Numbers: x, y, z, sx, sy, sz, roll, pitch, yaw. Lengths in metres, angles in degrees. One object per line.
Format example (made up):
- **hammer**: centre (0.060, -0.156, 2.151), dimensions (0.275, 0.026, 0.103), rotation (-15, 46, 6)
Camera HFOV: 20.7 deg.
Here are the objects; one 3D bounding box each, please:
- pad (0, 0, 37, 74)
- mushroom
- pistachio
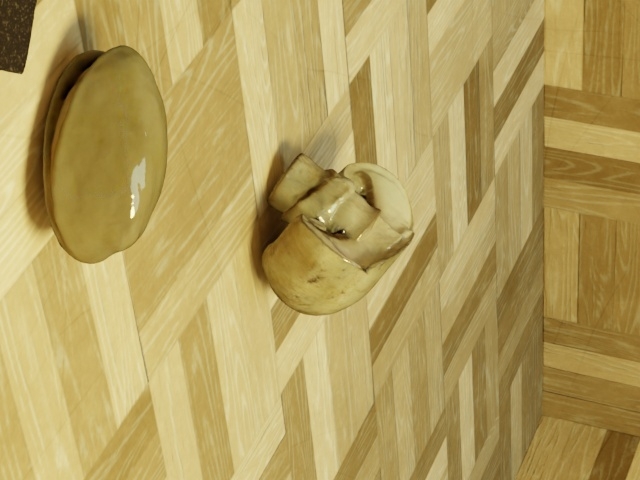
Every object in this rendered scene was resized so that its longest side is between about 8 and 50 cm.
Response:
- **pad**: centre (-0.332, -0.270, 1.570), dimensions (0.330, 0.004, 0.220), rotation (2, 99, -70)
- **mushroom**: centre (0.000, 0.000, 2.409), dimensions (0.189, 0.195, 0.254), rotation (-51, 179, 30)
- **pistachio**: centre (-0.223, -0.088, 1.804), dimensions (0.136, 0.135, 0.226), rotation (3, 92, -70)
